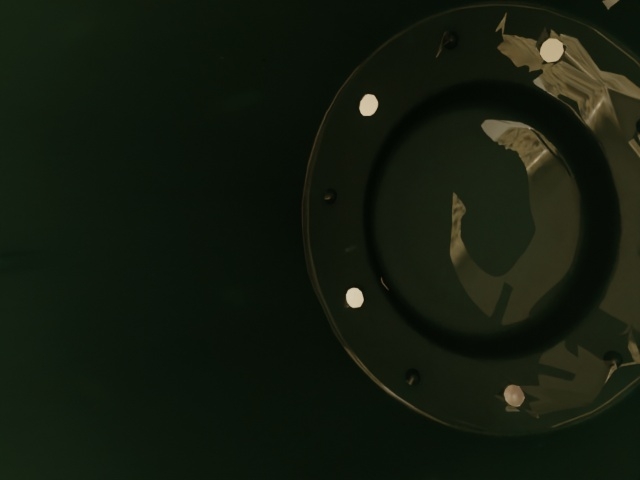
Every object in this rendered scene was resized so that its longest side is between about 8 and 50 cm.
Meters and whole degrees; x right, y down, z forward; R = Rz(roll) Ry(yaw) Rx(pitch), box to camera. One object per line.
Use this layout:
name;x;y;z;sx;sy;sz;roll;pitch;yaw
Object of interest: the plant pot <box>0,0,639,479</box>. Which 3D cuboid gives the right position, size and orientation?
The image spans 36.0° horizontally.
plant pot;0.000;0.000;0.307;0.293;0.235;0.292;3;-85;34
